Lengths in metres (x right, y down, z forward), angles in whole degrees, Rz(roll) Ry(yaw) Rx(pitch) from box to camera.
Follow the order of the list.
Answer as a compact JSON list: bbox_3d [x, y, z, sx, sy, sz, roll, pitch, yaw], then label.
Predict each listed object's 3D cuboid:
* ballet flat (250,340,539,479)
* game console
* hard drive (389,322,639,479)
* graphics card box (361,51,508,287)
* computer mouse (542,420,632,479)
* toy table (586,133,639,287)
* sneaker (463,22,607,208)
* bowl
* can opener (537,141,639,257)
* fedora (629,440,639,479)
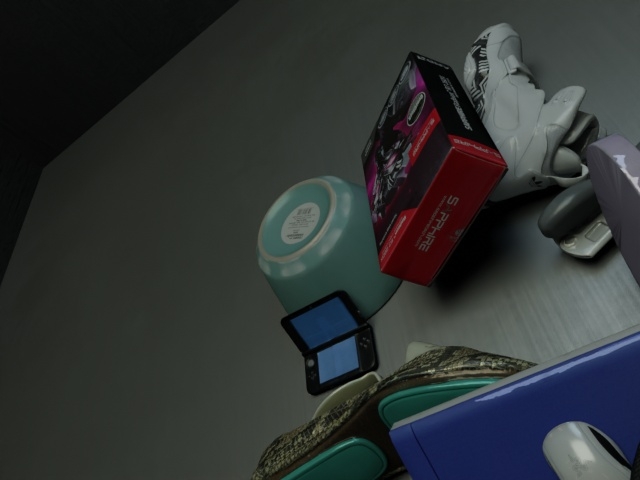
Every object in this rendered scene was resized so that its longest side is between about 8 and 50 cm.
[{"bbox_3d":[0.097,0.244,0.789,0.483,0.164,0.182,-33,21,22],"label":"ballet flat"},{"bbox_3d":[0.011,0.176,0.961,0.144,0.085,0.124,-29,44,24],"label":"game console"},{"bbox_3d":[0.262,0.240,0.603,0.319,0.040,0.210,-30,87,22],"label":"hard drive"},{"bbox_3d":[0.163,-0.133,0.925,0.370,0.094,0.232,-90,20,-52],"label":"graphics card box"},{"bbox_3d":[0.297,0.265,0.548,0.193,0.042,0.106,46,112,9],"label":"computer mouse"},{"bbox_3d":[0.434,-0.019,0.621,0.161,0.274,0.252,-27,9,11],"label":"toy table"},{"bbox_3d":[0.352,-0.225,0.933,0.210,0.137,0.365,-5,61,41],"label":"sneaker"},{"bbox_3d":[0.000,0.000,1.057,0.312,0.163,0.311,-26,43,27],"label":"bowl"},{"bbox_3d":[0.432,-0.087,0.781,0.280,0.093,0.074,-43,38,1],"label":"can opener"},{"bbox_3d":[0.427,0.223,0.420,0.334,0.152,0.333,-27,42,27],"label":"fedora"}]
